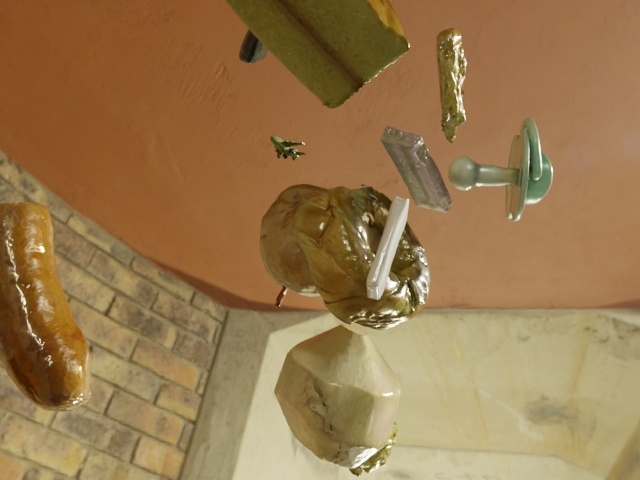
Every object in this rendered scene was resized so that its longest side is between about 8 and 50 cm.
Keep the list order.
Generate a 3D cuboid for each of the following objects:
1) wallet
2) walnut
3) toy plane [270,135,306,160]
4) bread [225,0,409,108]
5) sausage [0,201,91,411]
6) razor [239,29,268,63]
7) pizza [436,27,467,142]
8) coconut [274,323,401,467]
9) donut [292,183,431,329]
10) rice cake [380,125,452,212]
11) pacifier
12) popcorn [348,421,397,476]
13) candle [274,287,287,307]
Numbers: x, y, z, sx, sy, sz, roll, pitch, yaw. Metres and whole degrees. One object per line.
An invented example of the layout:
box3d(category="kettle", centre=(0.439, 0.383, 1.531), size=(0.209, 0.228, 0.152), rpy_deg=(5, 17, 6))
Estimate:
box3d(category="wallet", centre=(0.122, 0.012, 0.993), size=(0.033, 0.190, 0.095), rpy_deg=(16, -21, 11))
box3d(category="walnut", centre=(0.000, 0.000, 1.588), size=(0.381, 0.381, 0.381), rpy_deg=(6, -41, 5))
box3d(category="toy plane", centre=(-0.095, -0.253, 1.507), size=(0.102, 0.040, 0.111), rpy_deg=(-26, -36, 37))
box3d(category="bread", centre=(-0.051, -0.456, 1.058), size=(0.361, 0.245, 0.233), rpy_deg=(12, -34, -41))
box3d(category="sausage", centre=(-0.359, 0.084, 0.687), size=(0.108, 0.271, 0.109), rpy_deg=(-23, -9, -4))
box3d(category="razor", centre=(-0.151, -0.515, 1.385), size=(0.054, 0.090, 0.148), rpy_deg=(44, -42, 1))
box3d(category="pizza", centre=(0.347, -0.405, 1.443), size=(0.075, 0.280, 0.288), rpy_deg=(-3, -70, 14))
box3d(category="coconut", centre=(0.051, 0.388, 1.422), size=(0.352, 0.353, 0.353), rpy_deg=(6, -41, 5))
box3d(category="donut", centre=(0.100, 0.032, 1.266), size=(0.360, 0.360, 0.170), rpy_deg=(37, -51, -27))
box3d(category="rice cake", centre=(0.254, -0.173, 1.419), size=(0.106, 0.050, 0.298), rpy_deg=(17, -23, 39))
box3d(category="pacifier", centre=(0.493, -0.196, 1.528), size=(0.269, 0.343, 0.288), rpy_deg=(5, -86, 9))
box3d(category="popcorn", centre=(0.121, 0.627, 1.823), size=(0.237, 0.293, 0.293), rpy_deg=(-45, -57, 2))
box3d(category="candle", centre=(-0.115, 0.153, 1.847), size=(0.026, 0.167, 0.021), rpy_deg=(-2, -43, 32))
